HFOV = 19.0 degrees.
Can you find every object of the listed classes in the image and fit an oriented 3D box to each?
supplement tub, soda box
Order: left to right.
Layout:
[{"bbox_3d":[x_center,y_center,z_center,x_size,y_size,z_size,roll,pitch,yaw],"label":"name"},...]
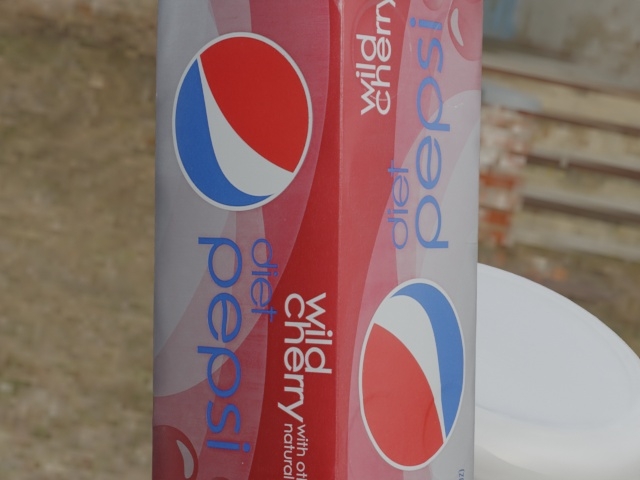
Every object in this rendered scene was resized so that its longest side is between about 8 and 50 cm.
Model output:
[{"bbox_3d":[0.000,0.000,0.671,0.083,0.263,0.092,2,2,37],"label":"soda box"},{"bbox_3d":[0.051,0.163,1.022,0.191,0.272,0.191,16,27,-9],"label":"supplement tub"}]
